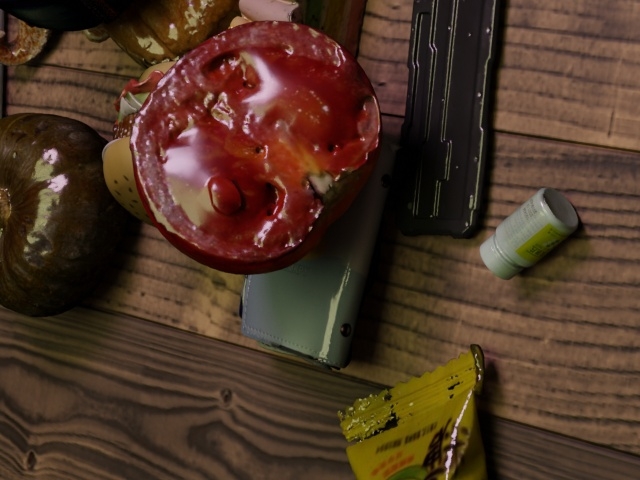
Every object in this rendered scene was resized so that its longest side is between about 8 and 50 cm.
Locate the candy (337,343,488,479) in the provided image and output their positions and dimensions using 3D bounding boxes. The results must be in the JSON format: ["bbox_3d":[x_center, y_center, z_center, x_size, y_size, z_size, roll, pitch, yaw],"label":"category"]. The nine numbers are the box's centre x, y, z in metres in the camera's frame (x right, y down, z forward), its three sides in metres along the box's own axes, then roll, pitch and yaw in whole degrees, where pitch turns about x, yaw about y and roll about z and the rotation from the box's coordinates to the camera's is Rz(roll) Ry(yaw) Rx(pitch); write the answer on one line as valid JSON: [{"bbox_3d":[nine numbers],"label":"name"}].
[{"bbox_3d":[0.102,0.255,1.706,0.187,0.081,0.297,-28,55,37],"label":"candy"}]

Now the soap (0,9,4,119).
[{"bbox_3d":[-0.469,-0.242,2.270,0.208,0.115,0.347,-6,80,42],"label":"soap"}]

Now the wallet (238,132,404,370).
[{"bbox_3d":[0.000,0.000,1.837,0.170,0.069,0.231,14,90,51],"label":"wallet"}]

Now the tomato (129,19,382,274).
[{"bbox_3d":[-0.059,-0.076,1.757,0.200,0.139,0.233,41,77,10],"label":"tomato"}]

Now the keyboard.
[{"bbox_3d":[0.117,-0.133,1.780,0.106,0.016,0.262,3,86,43],"label":"keyboard"}]

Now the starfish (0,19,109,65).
[{"bbox_3d":[-0.312,-0.339,2.106,0.312,0.113,0.303,69,157,17],"label":"starfish"}]

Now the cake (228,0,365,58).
[{"bbox_3d":[-0.013,-0.260,1.854,0.090,0.109,0.225,15,95,42],"label":"cake"}]

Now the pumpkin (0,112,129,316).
[{"bbox_3d":[-0.307,-0.038,2.065,0.219,0.162,0.219,-5,84,46],"label":"pumpkin"}]

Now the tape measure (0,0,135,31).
[{"bbox_3d":[-0.251,-0.310,1.879,0.202,0.135,0.223,-31,66,20],"label":"tape measure"}]

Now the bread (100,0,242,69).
[{"bbox_3d":[-0.135,-0.281,1.951,0.227,0.142,0.253,-47,54,20],"label":"bread"}]

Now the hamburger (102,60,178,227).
[{"bbox_3d":[-0.133,-0.081,1.891,0.175,0.175,0.137,-14,47,41],"label":"hamburger"}]

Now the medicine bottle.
[{"bbox_3d":[0.181,-0.005,1.684,0.083,0.047,0.047,-43,58,30],"label":"medicine bottle"}]
